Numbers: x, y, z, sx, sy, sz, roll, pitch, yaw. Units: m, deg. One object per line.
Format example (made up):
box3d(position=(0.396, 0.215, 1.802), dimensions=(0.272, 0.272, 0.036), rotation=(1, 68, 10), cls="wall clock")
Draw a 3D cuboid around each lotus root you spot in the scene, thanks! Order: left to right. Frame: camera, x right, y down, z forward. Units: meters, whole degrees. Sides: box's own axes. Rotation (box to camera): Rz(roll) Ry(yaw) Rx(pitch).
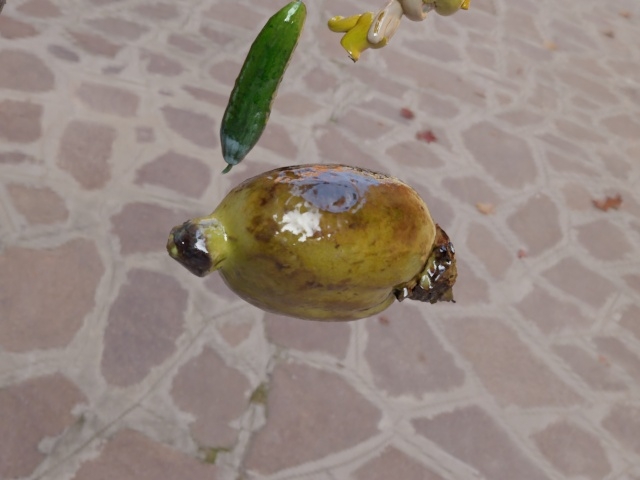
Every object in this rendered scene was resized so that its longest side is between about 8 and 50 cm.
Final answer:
box3d(position=(0.000, 0.000, 0.978), dimensions=(0.314, 0.169, 0.141), rotation=(6, 55, -28), cls="lotus root")

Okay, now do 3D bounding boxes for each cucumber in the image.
box3d(position=(-0.079, -0.179, 1.206), dimensions=(0.056, 0.250, 0.056), rotation=(19, 29, -11), cls="cucumber")

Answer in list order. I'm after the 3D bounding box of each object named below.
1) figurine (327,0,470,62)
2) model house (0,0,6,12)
box3d(position=(0.130, -0.347, 1.401), dimensions=(0.131, 0.246, 0.156), rotation=(51, 5, -6), cls="figurine")
box3d(position=(-0.286, -0.347, 1.023), dimensions=(0.154, 0.207, 0.294), rotation=(-16, 10, -29), cls="model house")
